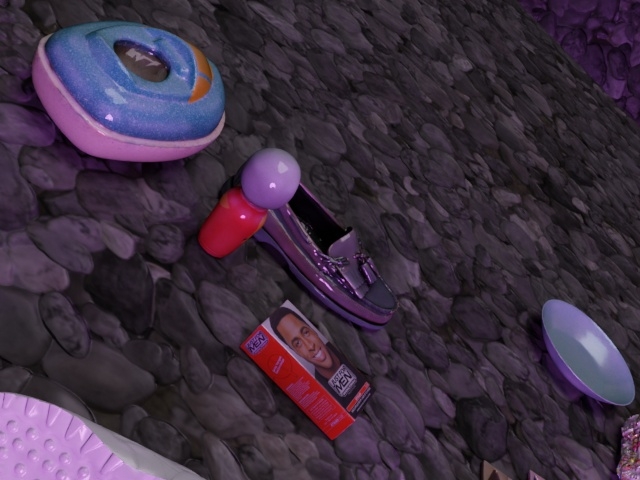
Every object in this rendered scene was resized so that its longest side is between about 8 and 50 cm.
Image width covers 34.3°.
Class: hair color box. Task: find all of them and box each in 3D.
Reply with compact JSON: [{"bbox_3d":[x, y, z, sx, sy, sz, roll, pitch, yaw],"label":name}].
[{"bbox_3d":[-0.012,0.138,1.115,0.141,0.043,0.072,44,30,2],"label":"hair color box"}]

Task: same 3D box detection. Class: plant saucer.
[{"bbox_3d":[0.396,0.177,1.575,0.195,0.037,0.195,31,32,-23],"label":"plant saucer"}]

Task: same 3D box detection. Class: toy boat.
[{"bbox_3d":[-0.157,-0.137,1.178,0.318,0.148,0.267,50,30,10],"label":"toy boat"}]

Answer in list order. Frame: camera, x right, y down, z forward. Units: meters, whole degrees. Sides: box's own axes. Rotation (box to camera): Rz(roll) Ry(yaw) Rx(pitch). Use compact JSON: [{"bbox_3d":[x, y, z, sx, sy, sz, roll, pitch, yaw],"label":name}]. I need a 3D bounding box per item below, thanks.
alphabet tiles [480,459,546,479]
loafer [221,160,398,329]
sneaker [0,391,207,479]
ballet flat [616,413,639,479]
[{"bbox_3d":[0.279,0.363,1.226,0.237,0.009,0.198,37,31,-14],"label":"alphabet tiles"},{"bbox_3d":[0.000,0.000,1.262,0.267,0.084,0.096,41,30,-6],"label":"loafer"},{"bbox_3d":[-0.173,0.192,0.826,0.235,0.090,0.095,30,-1,-6],"label":"sneaker"},{"bbox_3d":[0.462,0.314,1.445,0.091,0.077,0.241,39,30,-10],"label":"ballet flat"}]
